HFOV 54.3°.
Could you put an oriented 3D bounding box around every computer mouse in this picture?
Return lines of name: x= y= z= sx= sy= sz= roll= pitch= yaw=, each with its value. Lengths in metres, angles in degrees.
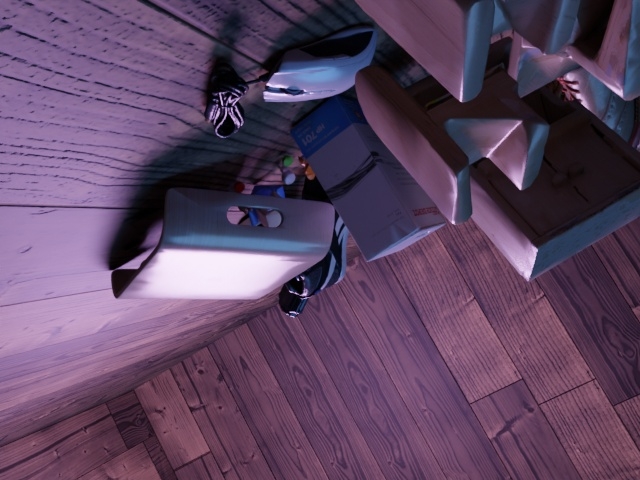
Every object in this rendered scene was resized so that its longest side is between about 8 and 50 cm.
computer mouse: x=-0.017 y=-0.151 z=0.588 sx=0.193 sy=0.042 sz=0.106 roll=-26 pitch=170 yaw=-22

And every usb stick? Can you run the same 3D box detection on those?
usb stick: x=0.000 y=0.000 z=1.077 sx=0.278 sy=0.045 sz=0.077 roll=-64 pitch=-155 yaw=11

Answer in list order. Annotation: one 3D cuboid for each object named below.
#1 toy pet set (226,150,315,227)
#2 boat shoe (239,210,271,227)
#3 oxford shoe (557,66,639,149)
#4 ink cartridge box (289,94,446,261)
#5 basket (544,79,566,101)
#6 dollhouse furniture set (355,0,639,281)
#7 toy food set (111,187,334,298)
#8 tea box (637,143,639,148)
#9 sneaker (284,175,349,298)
toy pet set: x=-0.073 y=-0.078 z=0.884 sx=0.122 sy=0.065 sz=0.114 roll=-30 pitch=138 yaw=-18
boat shoe: x=-0.097 y=0.032 z=1.204 sx=0.127 sy=0.113 sz=0.340 roll=-27 pitch=172 yaw=-18
oxford shoe: x=0.363 y=-0.212 z=0.849 sx=0.130 sy=0.348 sz=0.123 roll=-10 pitch=-150 yaw=-19
ink cartridge box: x=0.064 y=-0.079 z=0.790 sx=0.082 sy=0.191 sz=0.139 roll=-33 pitch=171 yaw=24
basket: x=0.401 y=-0.165 z=1.113 sx=0.223 sy=0.214 sz=0.299 roll=-2 pitch=172 yaw=3
dollhouse furniture set: x=0.193 y=-0.188 z=0.554 sx=0.362 sy=0.256 sz=0.394 roll=-29 pitch=147 yaw=-9
toy food set: x=-0.148 y=0.011 z=0.867 sx=0.219 sy=0.092 sz=0.306 roll=4 pitch=160 yaw=-29
tea box: x=0.620 y=-0.264 z=1.477 sx=0.323 sy=0.220 sz=0.329 roll=-20 pitch=168 yaw=-45
sneaker: x=-0.013 y=-0.008 z=0.951 sx=0.079 sy=0.217 sz=0.121 roll=15 pitch=-149 yaw=34
